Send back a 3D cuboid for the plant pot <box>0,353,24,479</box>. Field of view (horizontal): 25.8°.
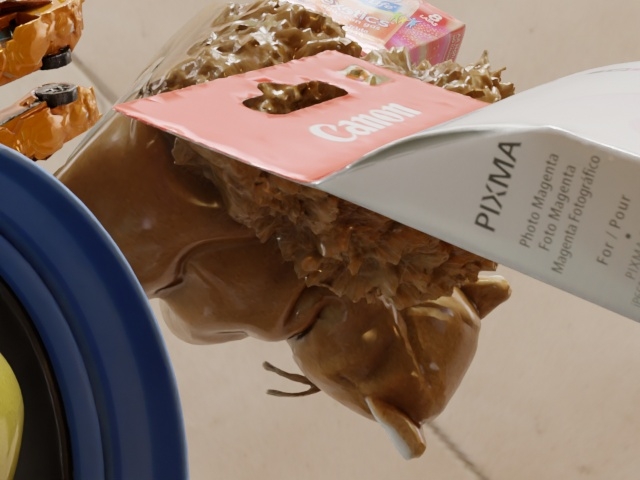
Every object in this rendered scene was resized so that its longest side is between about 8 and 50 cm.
[{"bbox_3d":[-0.176,0.080,0.568,0.134,0.095,0.134,9,113,22],"label":"plant pot"}]

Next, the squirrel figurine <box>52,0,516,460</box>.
[{"bbox_3d":[0.000,0.000,1.089,0.370,0.397,0.281,43,56,-12],"label":"squirrel figurine"}]

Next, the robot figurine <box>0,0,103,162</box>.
[{"bbox_3d":[-0.334,-0.133,1.361,0.085,0.211,0.291,11,30,32],"label":"robot figurine"}]

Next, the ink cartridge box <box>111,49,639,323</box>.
[{"bbox_3d":[0.075,-0.043,0.499,0.232,0.189,0.066,27,113,18],"label":"ink cartridge box"}]

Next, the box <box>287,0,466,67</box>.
[{"bbox_3d":[0.010,-0.097,1.367,0.142,0.300,0.154,34,38,23],"label":"box"}]

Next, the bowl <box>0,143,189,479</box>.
[{"bbox_3d":[-0.211,0.140,0.682,0.077,0.391,0.391,-4,70,31],"label":"bowl"}]
